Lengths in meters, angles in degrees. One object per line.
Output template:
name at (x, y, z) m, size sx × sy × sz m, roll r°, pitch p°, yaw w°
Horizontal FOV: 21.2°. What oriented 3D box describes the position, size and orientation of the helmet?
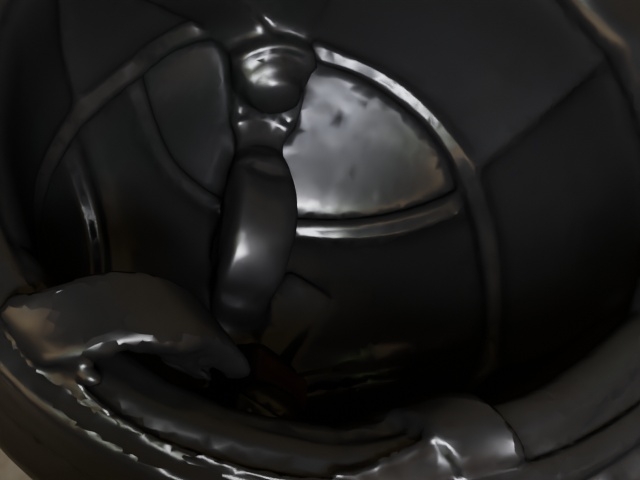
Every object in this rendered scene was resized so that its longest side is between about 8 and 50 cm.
helmet at (0.000, 0.000, 0.543) m, size 0.160 × 0.279 × 0.230 m, roll 124°, pitch -36°, yaw -56°
